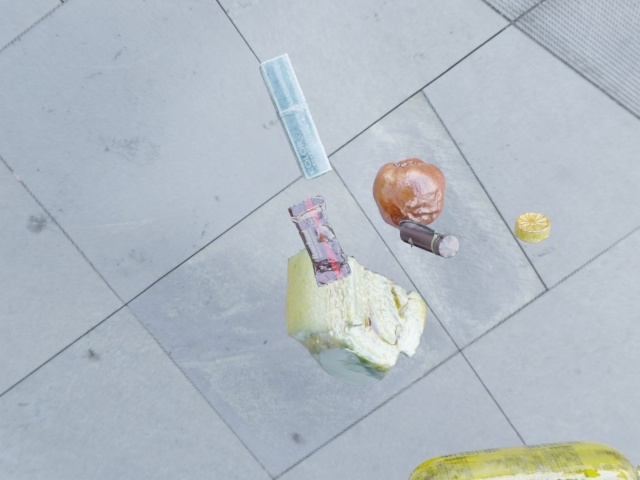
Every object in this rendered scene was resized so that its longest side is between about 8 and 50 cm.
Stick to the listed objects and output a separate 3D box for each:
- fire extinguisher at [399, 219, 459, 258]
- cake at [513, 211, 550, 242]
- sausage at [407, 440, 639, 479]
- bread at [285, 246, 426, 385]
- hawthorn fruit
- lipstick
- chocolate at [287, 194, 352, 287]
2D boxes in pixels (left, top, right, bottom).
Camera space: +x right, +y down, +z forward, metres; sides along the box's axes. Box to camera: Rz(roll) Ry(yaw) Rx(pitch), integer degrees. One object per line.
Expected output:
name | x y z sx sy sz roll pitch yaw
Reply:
fire extinguisher | 0.191 -0.006 0.890 0.043 0.158 0.064 -39 115 -12
cake | 0.514 -0.031 1.152 0.084 0.084 0.044 -14 130 -1
sausage | 0.269 0.348 0.647 0.346 0.123 0.123 -8 100 5
bread | 0.064 0.219 1.279 0.395 0.239 0.264 30 57 -18
hawthorn fruit | 0.247 -0.098 1.303 0.207 0.207 0.243 -10 106 -2
lipstick | -0.058 -0.285 1.129 0.077 0.076 0.290 -23 102 -6
chocolate | 0.000 0.000 0.975 0.086 0.028 0.183 -20 93 -12
